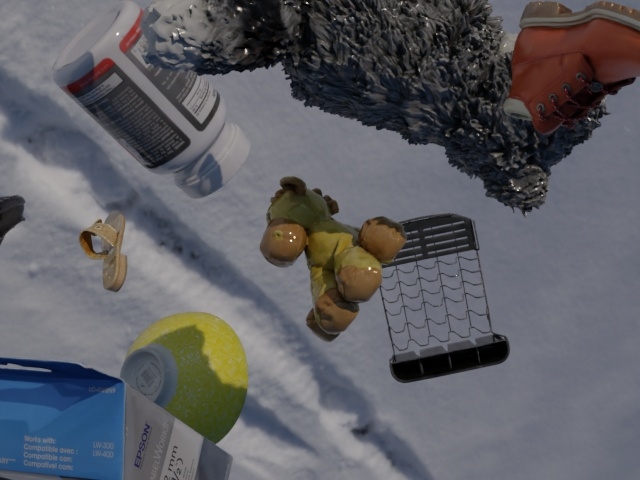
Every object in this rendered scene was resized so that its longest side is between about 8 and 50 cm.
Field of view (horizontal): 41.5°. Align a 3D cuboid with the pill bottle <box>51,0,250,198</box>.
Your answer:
[{"bbox_3d":[-0.313,-0.258,1.619,0.210,0.210,0.363,-38,122,8],"label":"pill bottle"}]

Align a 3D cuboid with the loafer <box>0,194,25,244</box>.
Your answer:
[{"bbox_3d":[-0.702,0.019,1.652,0.133,0.366,0.130,-3,115,22],"label":"loafer"}]

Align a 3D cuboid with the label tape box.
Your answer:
[{"bbox_3d":[-0.295,0.249,1.017,0.249,0.115,0.348,-1,151,23],"label":"label tape box"}]

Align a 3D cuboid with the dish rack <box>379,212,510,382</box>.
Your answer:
[{"bbox_3d":[0.198,0.093,1.463,0.208,0.074,0.272,-12,97,1],"label":"dish rack"}]

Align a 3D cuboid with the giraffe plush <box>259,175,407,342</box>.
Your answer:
[{"bbox_3d":[0.000,0.000,1.073,0.170,0.210,0.181,34,127,-1],"label":"giraffe plush"}]

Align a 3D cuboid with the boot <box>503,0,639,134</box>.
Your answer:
[{"bbox_3d":[0.170,-0.104,0.532,0.059,0.158,0.085,18,96,-20],"label":"boot"}]

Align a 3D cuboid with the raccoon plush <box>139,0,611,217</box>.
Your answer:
[{"bbox_3d":[0.071,-0.137,0.879,0.446,0.299,0.216,-24,153,-26],"label":"raccoon plush"}]

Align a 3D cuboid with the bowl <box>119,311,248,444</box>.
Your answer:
[{"bbox_3d":[-0.304,0.276,1.680,0.289,0.289,0.156,-46,150,14],"label":"bowl"}]

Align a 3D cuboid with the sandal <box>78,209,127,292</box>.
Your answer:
[{"bbox_3d":[-0.438,0.003,1.672,0.079,0.240,0.088,23,117,-32],"label":"sandal"}]
